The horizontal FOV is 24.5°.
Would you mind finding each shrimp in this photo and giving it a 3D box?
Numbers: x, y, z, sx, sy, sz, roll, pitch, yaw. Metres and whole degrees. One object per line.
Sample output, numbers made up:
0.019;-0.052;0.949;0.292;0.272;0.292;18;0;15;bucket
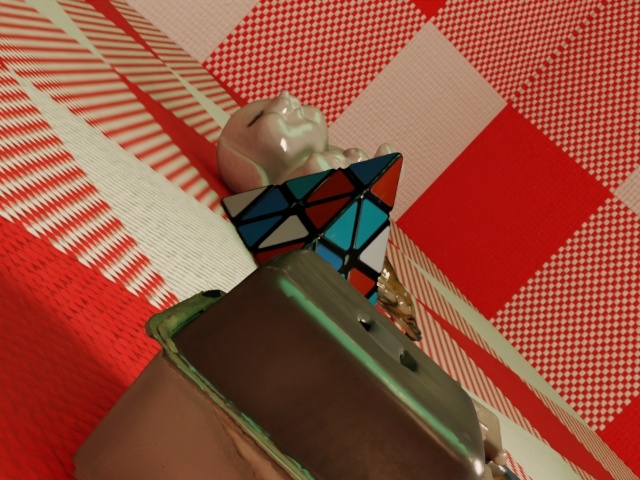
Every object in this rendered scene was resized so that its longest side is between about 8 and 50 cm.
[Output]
0.078;0.079;2.162;0.254;0.059;0.145;58;33;-20;shrimp

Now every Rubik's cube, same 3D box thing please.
0.000;0.000;1.918;0.284;0.250;0.234;48;25;2;Rubik's cube

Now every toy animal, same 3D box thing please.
-0.045;-0.107;2.257;0.265;0.206;0.271;36;31;24;toy animal

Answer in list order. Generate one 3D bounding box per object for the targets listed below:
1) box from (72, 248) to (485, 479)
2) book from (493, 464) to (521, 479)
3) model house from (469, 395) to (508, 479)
-0.014;0.119;0.902;0.220;0.166;0.290;43;5;1;box
0.146;0.240;1.776;0.262;0.028;0.374;44;6;7;book
0.124;0.221;1.327;0.229;0.122;0.188;42;8;-41;model house
